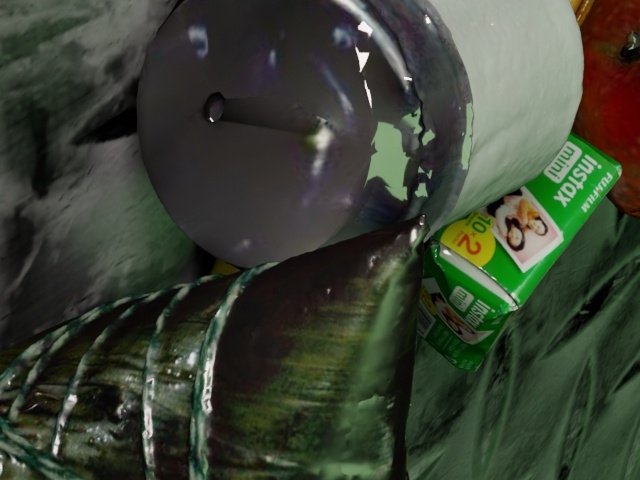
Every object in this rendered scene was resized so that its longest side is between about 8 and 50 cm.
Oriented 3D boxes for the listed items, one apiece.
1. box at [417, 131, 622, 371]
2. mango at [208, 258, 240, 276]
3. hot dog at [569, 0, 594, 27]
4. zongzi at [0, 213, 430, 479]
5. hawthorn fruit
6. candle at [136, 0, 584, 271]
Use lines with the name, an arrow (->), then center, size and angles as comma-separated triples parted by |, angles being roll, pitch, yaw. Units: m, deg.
box -> 0.160, 0.006, 1.515 | 0.180, 0.103, 0.250 | -52, 175, -17
mango -> -0.003, 0.005, 1.314 | 0.237, 0.091, 0.137 | -37, 158, -39
hot dog -> 0.168, -0.225, 1.358 | 0.158, 0.117, 0.349 | -69, -176, -65
zongzi -> -0.066, 0.099, 0.998 | 0.319, 0.383, 0.362 | -36, 143, -51
hawthorn fruit -> 0.373, -0.147, 1.593 | 0.316, 0.316, 0.316 | -42, 148, -34
candle -> 0.048, -0.104, 1.152 | 0.342, 0.221, 0.221 | -22, 135, -53
